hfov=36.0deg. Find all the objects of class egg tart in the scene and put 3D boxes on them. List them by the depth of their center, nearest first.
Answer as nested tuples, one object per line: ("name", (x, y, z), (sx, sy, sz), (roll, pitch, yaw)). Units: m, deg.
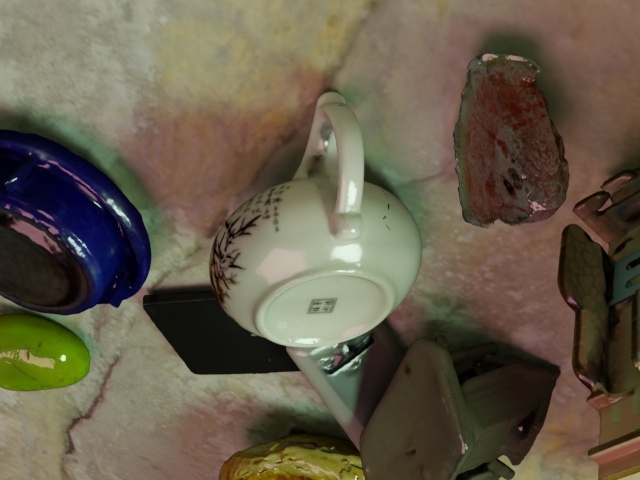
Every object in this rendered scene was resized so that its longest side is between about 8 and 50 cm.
("egg tart", (0.003, 0.348, 1.348), (0.290, 0.115, 0.290), (11, 134, 11))

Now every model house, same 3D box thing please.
("model house", (0.315, 0.021, 0.697), (0.169, 0.326, 0.244), (43, 130, -19))
("model house", (0.164, 0.205, 1.093), (0.188, 0.122, 0.229), (-4, 132, -29))

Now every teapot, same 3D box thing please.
("teapot", (0.000, 0.000, 0.964), (0.208, 0.166, 0.299), (9, 131, -10))

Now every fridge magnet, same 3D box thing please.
("fridge magnet", (-0.317, -0.012, 1.108), (0.265, 0.112, 0.265), (15, 140, 13))

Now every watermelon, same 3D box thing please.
("watermelon", (0.170, -0.064, 0.826), (0.071, 0.139, 0.187), (-13, 137, -10))

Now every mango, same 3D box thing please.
("mango", (-0.400, 0.151, 1.352), (0.163, 0.089, 0.117), (-6, 125, 14))

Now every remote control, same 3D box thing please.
("remote control", (0.080, 0.202, 1.157), (0.313, 0.109, 0.055), (57, 174, -33))

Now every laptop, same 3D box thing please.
("laptop", (-0.104, 0.116, 1.214), (0.207, 0.026, 0.154), (-5, 132, 29))
